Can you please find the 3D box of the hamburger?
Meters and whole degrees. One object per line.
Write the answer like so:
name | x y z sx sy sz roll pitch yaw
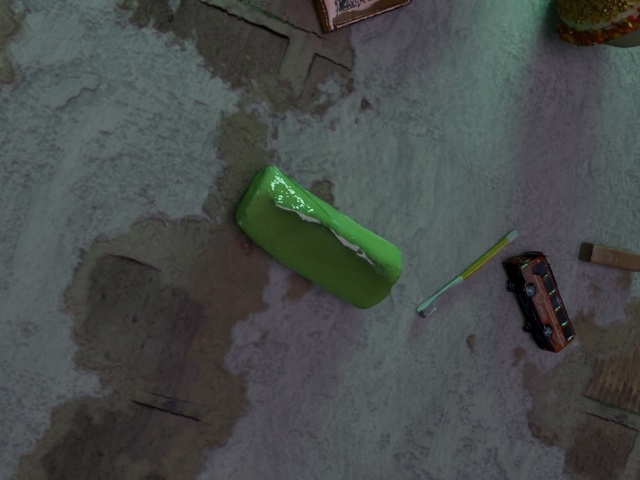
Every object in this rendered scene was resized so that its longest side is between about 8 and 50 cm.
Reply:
hamburger | 0.606 -0.527 1.501 0.179 0.276 0.294 21 85 -31

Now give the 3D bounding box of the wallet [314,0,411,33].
wallet | 0.072 -0.507 1.444 0.195 0.042 0.161 -23 104 -15

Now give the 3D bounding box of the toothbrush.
toothbrush | 0.321 0.071 1.612 0.288 0.021 0.024 -38 117 -10

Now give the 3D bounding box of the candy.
candy | 0.000 0.000 1.447 0.343 0.132 0.142 34 128 -17

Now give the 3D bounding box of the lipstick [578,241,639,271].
lipstick | 0.664 0.039 1.709 0.145 0.045 0.045 10 95 -19

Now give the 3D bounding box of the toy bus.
toy bus | 0.483 0.134 1.652 0.096 0.073 0.235 -30 105 -22
